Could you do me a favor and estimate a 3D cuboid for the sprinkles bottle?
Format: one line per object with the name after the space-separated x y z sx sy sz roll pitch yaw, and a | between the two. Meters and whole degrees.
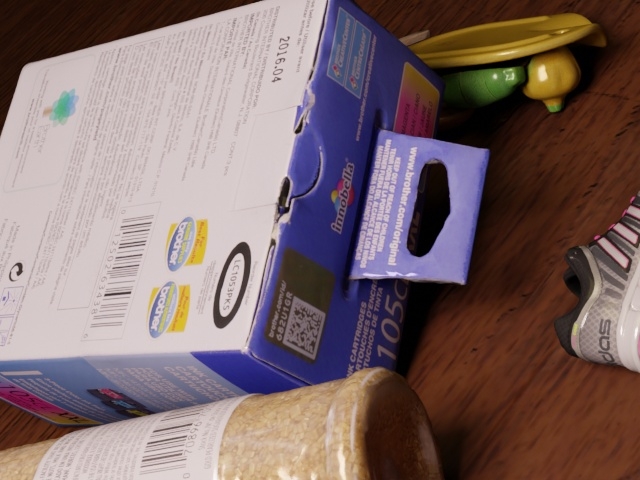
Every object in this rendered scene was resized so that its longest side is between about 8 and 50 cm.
-0.105 0.167 0.810 0.355 0.121 0.121 -15 36 27 | sprinkles bottle

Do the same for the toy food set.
0.130 -0.131 1.074 0.218 0.071 0.128 1 22 43 | toy food set

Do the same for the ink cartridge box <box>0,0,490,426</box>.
-0.075 -0.013 0.946 0.396 0.151 0.270 -7 61 41 | ink cartridge box

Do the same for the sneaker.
0.187 0.009 0.809 0.075 0.063 0.170 -3 48 34 | sneaker
